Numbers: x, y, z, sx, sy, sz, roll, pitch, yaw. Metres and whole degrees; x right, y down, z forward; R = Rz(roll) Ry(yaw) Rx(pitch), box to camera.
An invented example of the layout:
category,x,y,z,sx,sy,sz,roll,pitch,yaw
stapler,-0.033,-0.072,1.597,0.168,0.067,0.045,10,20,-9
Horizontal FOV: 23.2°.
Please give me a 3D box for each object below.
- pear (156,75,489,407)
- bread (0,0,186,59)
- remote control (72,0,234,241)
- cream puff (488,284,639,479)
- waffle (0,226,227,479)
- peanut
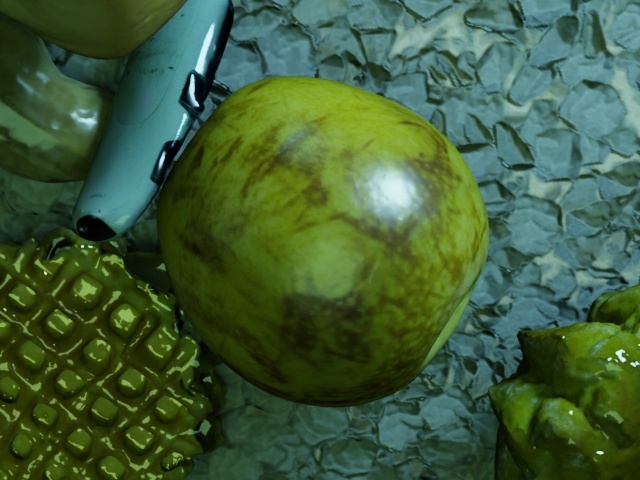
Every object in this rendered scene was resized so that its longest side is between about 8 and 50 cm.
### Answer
category,x,y,z,sx,sy,sz,roll,pitch,yaw
pear,0.000,0.000,1.272,0.281,0.281,0.280,1,108,2
bread,-0.156,-0.360,1.121,0.348,0.253,0.376,43,70,-23
remote control,-0.138,-0.112,1.280,0.097,0.256,0.045,-4,148,40
cream puff,0.257,0.149,1.344,0.244,0.196,0.244,1,89,-39
waffle,-0.228,0.130,1.429,0.329,0.062,0.329,1,106,2
peanut,-0.259,-0.123,1.328,0.236,0.120,0.110,26,142,-11
